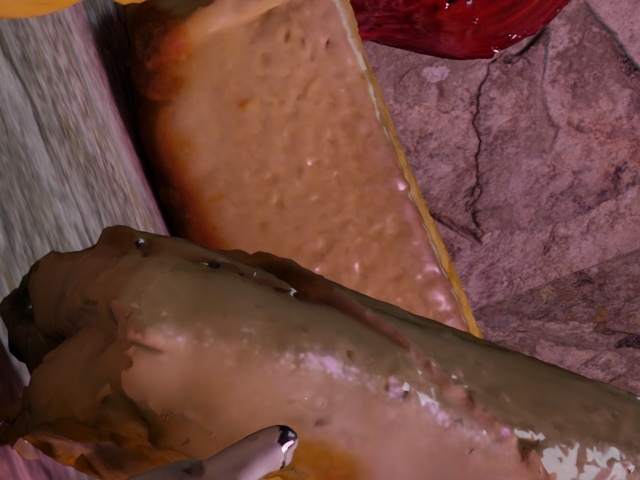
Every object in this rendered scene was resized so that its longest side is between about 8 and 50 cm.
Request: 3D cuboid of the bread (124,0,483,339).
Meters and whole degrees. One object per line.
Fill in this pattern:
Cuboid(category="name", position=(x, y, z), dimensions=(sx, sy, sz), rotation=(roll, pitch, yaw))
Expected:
Cuboid(category="bread", position=(0.000, 0.000, 0.918), dimensions=(0.185, 0.114, 0.275), rotation=(-106, 175, -78))

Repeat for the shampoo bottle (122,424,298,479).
Cuboid(category="shampoo bottle", position=(0.008, 0.171, 0.396), dimensions=(0.085, 0.085, 0.262), rotation=(41, 28, -80))

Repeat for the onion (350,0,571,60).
Cuboid(category="onion", position=(0.025, -0.180, 1.050), dimensions=(0.252, 0.219, 0.252), rotation=(29, -13, 8))

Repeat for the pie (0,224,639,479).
Cuboid(category="pie", position=(0.056, 0.068, 0.506), dimensions=(0.128, 0.282, 0.068), rotation=(148, -44, -64))

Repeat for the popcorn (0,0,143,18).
Cuboid(category="popcorn", position=(-0.071, -0.138, 0.291), dimensions=(0.250, 0.190, 0.250), rotation=(56, 5, -7))
